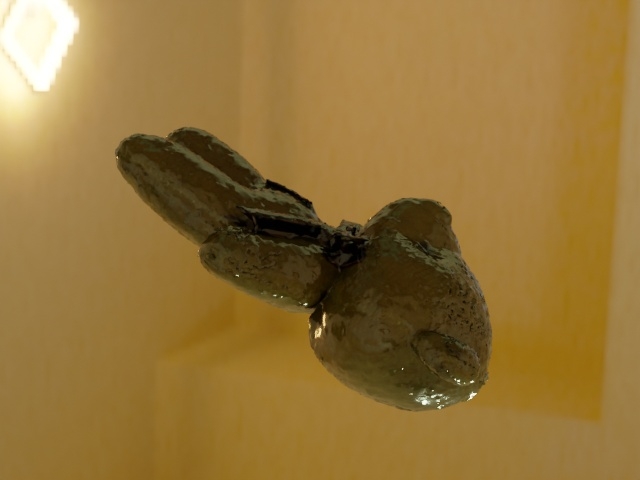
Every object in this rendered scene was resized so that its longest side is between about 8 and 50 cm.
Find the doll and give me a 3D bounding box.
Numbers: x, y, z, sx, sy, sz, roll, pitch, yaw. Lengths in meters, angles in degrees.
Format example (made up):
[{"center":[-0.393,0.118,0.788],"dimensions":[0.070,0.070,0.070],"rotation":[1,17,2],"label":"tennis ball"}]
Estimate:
[{"center":[0.000,0.000,0.889],"dimensions":[0.209,0.097,0.137],"rotation":[37,-174,11],"label":"doll"}]
